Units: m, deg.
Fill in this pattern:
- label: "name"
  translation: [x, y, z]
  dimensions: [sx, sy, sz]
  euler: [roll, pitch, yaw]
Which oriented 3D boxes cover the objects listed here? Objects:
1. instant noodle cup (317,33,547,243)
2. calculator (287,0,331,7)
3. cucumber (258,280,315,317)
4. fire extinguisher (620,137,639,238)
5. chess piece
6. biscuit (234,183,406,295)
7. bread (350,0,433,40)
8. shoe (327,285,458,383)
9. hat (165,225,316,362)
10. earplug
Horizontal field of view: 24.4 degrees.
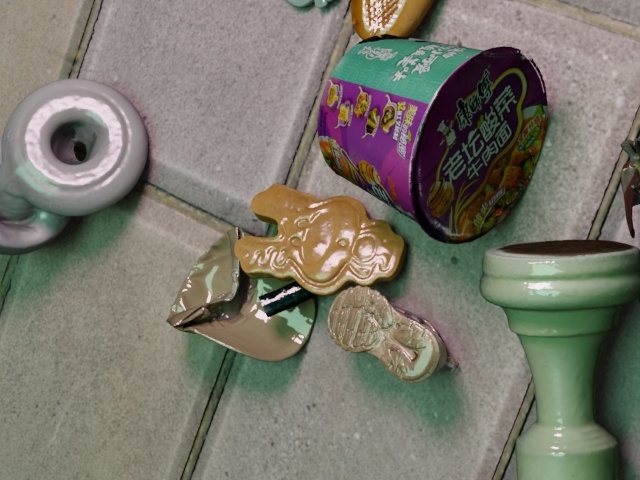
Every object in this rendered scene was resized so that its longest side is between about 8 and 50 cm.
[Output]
- label: "instant noodle cup"
  translation: [0.129, -0.141, 1.828]
  dimensions: [0.190, 0.251, 0.251]
  euler: [25, 101, 40]
- label: "calculator"
  translation: [-0.026, -0.379, 2.055]
  dimensions: [0.095, 0.021, 0.153]
  euler: [-50, 63, 21]
- label: "cucumber"
  translation: [-0.017, 0.063, 1.992]
  dimensions: [0.133, 0.032, 0.032]
  euler: [-24, 72, -3]
- label: "fire extinguisher"
  translation: [0.478, -0.107, 1.679]
  dimensions: [0.337, 0.106, 0.147]
  euler: [-27, 98, 30]
- label: "chess piece"
  translation: [0.287, 0.155, 1.743]
  dimensions: [0.194, 0.194, 0.299]
  euler: [1, 97, 33]
- label: "biscuit"
  translation: [0.000, 0.003, 1.979]
  dimensions: [0.236, 0.040, 0.144]
  euler: [11, 75, 26]
- label: "bread"
  translation: [0.102, -0.342, 1.941]
  dimensions: [0.114, 0.077, 0.189]
  euler: [19, 97, 12]
- label: "shoe"
  translation: [0.097, 0.121, 1.912]
  dimensions: [0.180, 0.092, 0.089]
  euler: [29, 98, 34]
- label: "hat"
  translation: [-0.105, 0.094, 2.061]
  dimensions: [0.173, 0.144, 0.166]
  euler: [37, 78, -11]
- label: "earplug"
  translation: [-0.406, -0.102, 2.209]
  dimensions: [0.325, 0.175, 0.214]
  euler: [-34, 76, 17]
